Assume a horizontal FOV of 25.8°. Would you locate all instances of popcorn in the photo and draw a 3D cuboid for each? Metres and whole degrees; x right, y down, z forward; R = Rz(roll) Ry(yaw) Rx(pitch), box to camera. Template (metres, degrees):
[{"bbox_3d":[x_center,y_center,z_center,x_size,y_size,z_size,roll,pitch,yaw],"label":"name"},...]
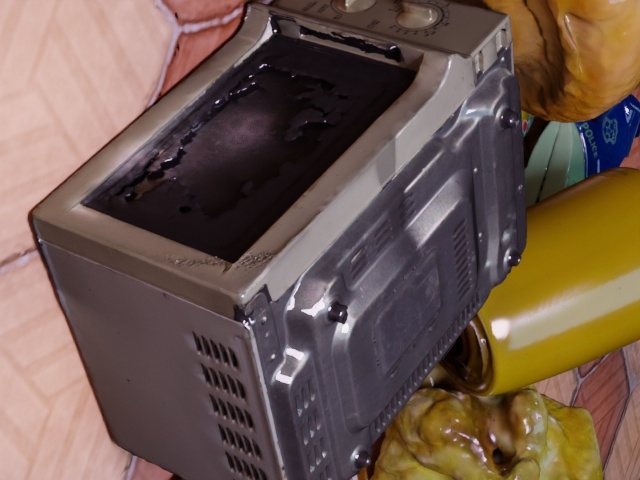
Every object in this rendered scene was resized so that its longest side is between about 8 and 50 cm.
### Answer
[{"bbox_3d":[0.177,0.247,1.491,0.276,0.225,0.276,-15,120,-29],"label":"popcorn"}]

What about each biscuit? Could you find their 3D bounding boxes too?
[{"bbox_3d":[0.144,-0.221,1.134,0.102,0.296,0.296,-37,140,-15],"label":"biscuit"}]

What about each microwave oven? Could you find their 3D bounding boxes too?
[{"bbox_3d":[0.000,0.000,1.085,0.355,0.218,0.286,-47,141,-35],"label":"microwave oven"}]

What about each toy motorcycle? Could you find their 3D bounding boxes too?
[{"bbox_3d":[0.291,-0.072,1.623,0.196,0.125,0.331,10,94,-59],"label":"toy motorcycle"}]

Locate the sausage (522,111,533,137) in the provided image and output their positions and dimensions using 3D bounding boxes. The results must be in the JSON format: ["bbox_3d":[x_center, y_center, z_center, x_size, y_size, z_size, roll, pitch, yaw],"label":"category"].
[{"bbox_3d":[0.123,-0.050,1.402,0.371,0.082,0.082,-50,144,-32],"label":"sausage"}]

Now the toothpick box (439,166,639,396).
[{"bbox_3d":[0.234,0.048,1.411,0.271,0.175,0.175,-24,130,-22],"label":"toothpick box"}]

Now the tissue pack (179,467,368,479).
[{"bbox_3d":[-0.051,0.241,1.264,0.226,0.092,0.183,-48,143,-32],"label":"tissue pack"}]
